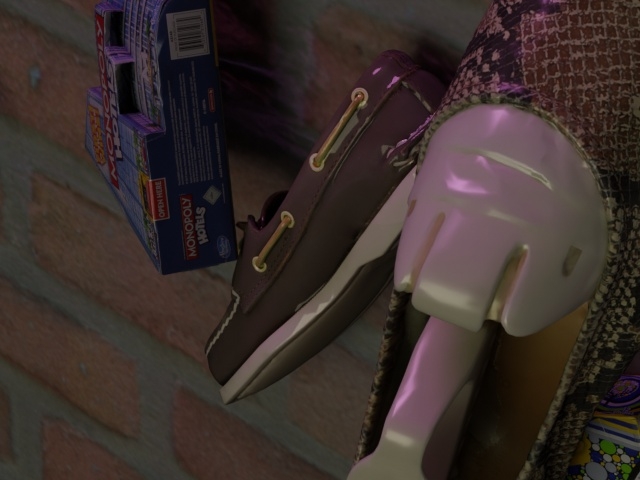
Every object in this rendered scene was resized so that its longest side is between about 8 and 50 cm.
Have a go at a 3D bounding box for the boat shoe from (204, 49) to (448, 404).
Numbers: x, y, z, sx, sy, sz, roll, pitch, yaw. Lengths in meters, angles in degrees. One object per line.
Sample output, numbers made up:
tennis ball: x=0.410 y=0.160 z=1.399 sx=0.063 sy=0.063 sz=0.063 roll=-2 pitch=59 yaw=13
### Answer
boat shoe: x=0.000 y=0.000 z=1.201 sx=0.097 sy=0.116 sz=0.324 roll=51 pitch=135 yaw=11

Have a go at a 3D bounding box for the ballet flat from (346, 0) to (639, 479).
ballet flat: x=0.097 y=0.059 z=1.026 sx=0.164 sy=0.182 sz=0.483 roll=29 pitch=128 yaw=23

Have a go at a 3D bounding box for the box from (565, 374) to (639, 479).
box: x=0.160 y=0.125 z=1.177 sx=0.169 sy=0.054 sz=0.059 roll=-1 pitch=116 yaw=43

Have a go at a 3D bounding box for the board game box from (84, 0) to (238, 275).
board game box: x=-0.124 y=-0.097 z=1.237 sx=0.194 sy=0.060 sz=0.194 roll=-145 pitch=47 yaw=-63
